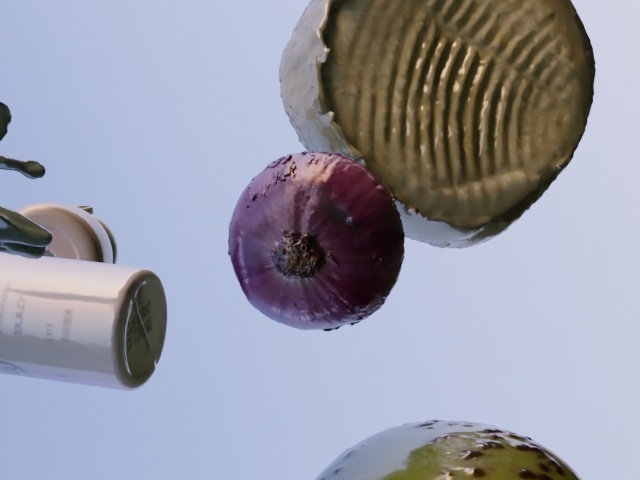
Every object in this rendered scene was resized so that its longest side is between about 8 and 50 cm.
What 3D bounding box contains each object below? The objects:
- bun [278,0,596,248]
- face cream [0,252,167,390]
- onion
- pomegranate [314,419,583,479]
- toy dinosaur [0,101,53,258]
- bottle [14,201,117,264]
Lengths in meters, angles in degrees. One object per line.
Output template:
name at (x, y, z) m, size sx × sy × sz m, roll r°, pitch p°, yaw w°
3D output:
bun at (0.085, -0.126, 0.986) m, size 0.259 × 0.152 × 0.259 m, roll 2°, pitch -96°, yaw -17°
face cream at (-0.271, 0.048, 0.900) m, size 0.092 × 0.311 × 0.092 m, roll 6°, pitch -90°, yaw -76°
onion at (0.000, 0.000, 0.764) m, size 0.104 × 0.115 × 0.115 m, roll -13°, pitch -84°, yaw -68°
pomegranate at (0.132, 0.238, 0.715) m, size 0.285 × 0.340 × 0.285 m, roll -15°, pitch -90°, yaw -75°
toy dinosaur at (-0.221, -0.033, 0.552) m, size 0.383 × 0.129 × 0.076 m, roll 19°, pitch -125°, yaw -64°
bottle at (-0.333, 0.020, 1.590) m, size 0.236 × 0.147 × 0.148 m, roll -63°, pitch -36°, yaw -85°
